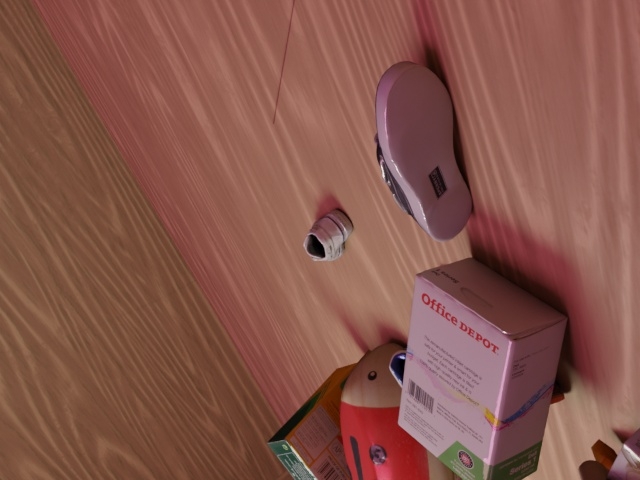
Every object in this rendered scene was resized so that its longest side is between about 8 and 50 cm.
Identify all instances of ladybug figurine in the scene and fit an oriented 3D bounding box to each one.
[{"bbox_3d":[0.150,0.442,2.037,0.305,0.162,0.449,175,82,-69],"label":"ladybug figurine"}]

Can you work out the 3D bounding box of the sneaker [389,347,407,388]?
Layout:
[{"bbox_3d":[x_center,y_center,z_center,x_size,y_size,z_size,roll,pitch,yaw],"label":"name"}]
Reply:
[{"bbox_3d":[0.232,0.315,1.791,0.296,0.112,0.131,43,-169,26],"label":"sneaker"}]

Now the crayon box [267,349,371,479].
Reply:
[{"bbox_3d":[0.054,0.426,2.206,0.203,0.323,0.083,54,142,-8],"label":"crayon box"}]

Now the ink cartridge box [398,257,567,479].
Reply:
[{"bbox_3d":[0.228,0.193,1.422,0.201,0.117,0.278,35,132,44],"label":"ink cartridge box"}]

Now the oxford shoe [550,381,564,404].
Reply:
[{"bbox_3d":[0.272,0.211,1.569,0.271,0.097,0.098,3,98,51],"label":"oxford shoe"}]

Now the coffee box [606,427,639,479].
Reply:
[{"bbox_3d":[0.488,0.329,1.206,0.246,0.098,0.141,44,163,25],"label":"coffee box"}]

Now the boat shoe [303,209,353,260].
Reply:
[{"bbox_3d":[0.000,0.000,1.892,0.083,0.076,0.226,50,164,10],"label":"boat shoe"}]

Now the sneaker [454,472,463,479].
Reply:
[{"bbox_3d":[0.267,0.462,2.106,0.095,0.104,0.236,38,158,44],"label":"sneaker"}]

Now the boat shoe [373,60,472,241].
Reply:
[{"bbox_3d":[0.116,-0.121,1.273,0.102,0.108,0.301,37,165,39],"label":"boat shoe"}]

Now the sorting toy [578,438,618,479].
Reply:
[{"bbox_3d":[0.443,0.388,1.311,0.229,0.041,0.307,36,-165,-2],"label":"sorting toy"}]
